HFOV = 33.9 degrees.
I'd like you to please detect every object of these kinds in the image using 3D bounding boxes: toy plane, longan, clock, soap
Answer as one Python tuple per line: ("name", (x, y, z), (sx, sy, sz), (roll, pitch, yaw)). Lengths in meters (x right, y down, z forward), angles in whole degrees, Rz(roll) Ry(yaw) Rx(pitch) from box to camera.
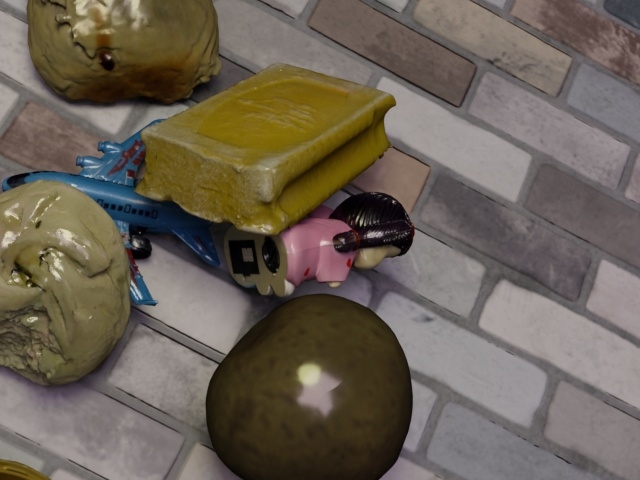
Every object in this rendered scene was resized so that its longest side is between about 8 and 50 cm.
("toy plane", (-0.253, -0.043, 1.296), (0.271, 0.105, 0.254), (7, 66, -11))
("longan", (-0.006, 0.179, 1.217), (0.246, 0.215, 0.246), (22, 48, -27))
("clock", (0.000, 0.000, 1.301), (0.195, 0.194, 0.100), (-13, 97, -27))
("soap", (-0.059, -0.121, 1.285), (0.199, 0.091, 0.315), (18, 31, 25))

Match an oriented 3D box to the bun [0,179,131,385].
("bun", (-0.323, 0.054, 1.189), (0.210, 0.116, 0.237), (-12, 95, 5))

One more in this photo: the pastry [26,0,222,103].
("pastry", (-0.251, -0.314, 1.374), (0.256, 0.170, 0.237), (-2, 72, -21))

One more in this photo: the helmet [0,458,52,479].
("helmet", (-0.361, 0.340, 1.073), (0.257, 0.140, 0.205), (31, 39, -41))
